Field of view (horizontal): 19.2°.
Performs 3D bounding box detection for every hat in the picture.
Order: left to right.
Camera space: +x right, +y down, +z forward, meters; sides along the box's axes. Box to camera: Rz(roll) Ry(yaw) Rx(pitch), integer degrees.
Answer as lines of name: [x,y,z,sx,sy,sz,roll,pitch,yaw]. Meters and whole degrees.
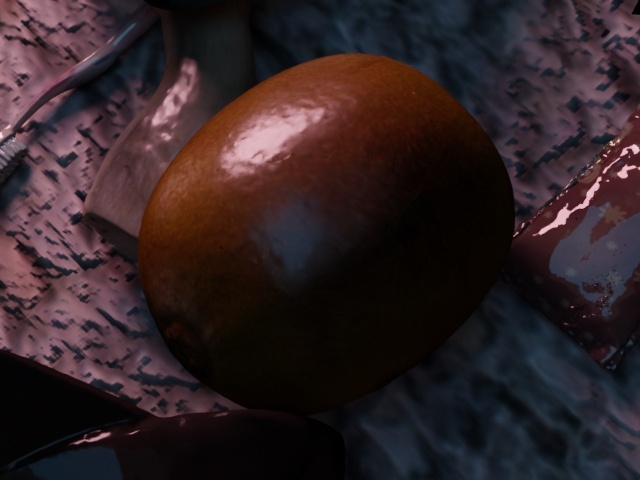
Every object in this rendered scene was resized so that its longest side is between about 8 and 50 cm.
hat: [-0.143,0.197,1.057,0.336,0.238,0.209,13,60,-30]

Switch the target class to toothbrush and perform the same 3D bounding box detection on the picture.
toothbrush: [-0.147,-0.134,1.307,0.027,0.021,0.269,42,82,6]

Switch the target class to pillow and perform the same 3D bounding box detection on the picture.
pillow: [0.204,-0.015,1.202,0.118,0.043,0.185,42,82,17]

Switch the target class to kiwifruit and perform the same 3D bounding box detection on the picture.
kiwifruit: [0.000,0.000,1.144,0.196,0.196,0.234,37,65,18]

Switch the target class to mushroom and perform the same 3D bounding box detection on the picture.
mushroom: [-0.086,-0.091,1.251,0.092,0.081,0.223,3,72,34]

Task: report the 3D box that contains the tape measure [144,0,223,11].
tape measure: [-0.086,-0.308,1.259,0.262,0.138,0.259,34,61,30]

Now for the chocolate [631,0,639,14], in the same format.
chocolate: [0.330,-0.107,1.139,0.224,0.206,0.177,-17,80,-3]
